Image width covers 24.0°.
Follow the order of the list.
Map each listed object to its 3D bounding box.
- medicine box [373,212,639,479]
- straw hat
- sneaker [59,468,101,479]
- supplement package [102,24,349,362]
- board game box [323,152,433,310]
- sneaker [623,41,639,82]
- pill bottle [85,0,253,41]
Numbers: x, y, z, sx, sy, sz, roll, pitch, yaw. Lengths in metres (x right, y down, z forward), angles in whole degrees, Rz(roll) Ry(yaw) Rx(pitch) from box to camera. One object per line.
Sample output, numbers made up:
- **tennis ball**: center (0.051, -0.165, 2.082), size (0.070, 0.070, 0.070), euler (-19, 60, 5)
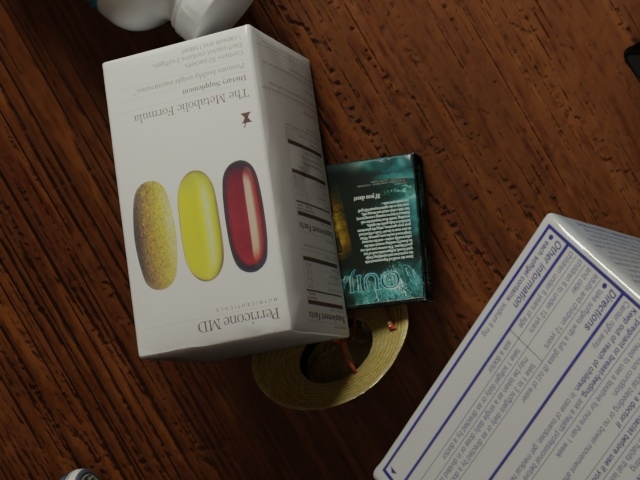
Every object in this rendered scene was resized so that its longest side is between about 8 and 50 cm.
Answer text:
- **medicine box**: center (0.228, 0.172, 1.128), size (0.289, 0.149, 0.263), euler (46, 113, 36)
- **straw hat**: center (0.019, 0.103, 1.285), size (0.144, 0.144, 0.061), euler (-7, 138, 19)
- **sneaker**: center (-0.270, 0.326, 1.414), size (0.163, 0.086, 0.226), euler (-2, 100, 16)
- **supplement package**: center (-0.075, -0.031, 1.225), size (0.139, 0.134, 0.244), euler (-12, 80, 20)
- **board game box**: center (0.000, 0.000, 1.281), size (0.186, 0.026, 0.126), euler (-7, 82, 20)
- **sneaker**: center (0.330, -0.204, 1.111), size (0.106, 0.101, 0.267), euler (36, 108, 11)
- **pill bottle**: center (-0.173, -0.273, 1.240), size (0.264, 0.146, 0.146), euler (39, 109, 8)
